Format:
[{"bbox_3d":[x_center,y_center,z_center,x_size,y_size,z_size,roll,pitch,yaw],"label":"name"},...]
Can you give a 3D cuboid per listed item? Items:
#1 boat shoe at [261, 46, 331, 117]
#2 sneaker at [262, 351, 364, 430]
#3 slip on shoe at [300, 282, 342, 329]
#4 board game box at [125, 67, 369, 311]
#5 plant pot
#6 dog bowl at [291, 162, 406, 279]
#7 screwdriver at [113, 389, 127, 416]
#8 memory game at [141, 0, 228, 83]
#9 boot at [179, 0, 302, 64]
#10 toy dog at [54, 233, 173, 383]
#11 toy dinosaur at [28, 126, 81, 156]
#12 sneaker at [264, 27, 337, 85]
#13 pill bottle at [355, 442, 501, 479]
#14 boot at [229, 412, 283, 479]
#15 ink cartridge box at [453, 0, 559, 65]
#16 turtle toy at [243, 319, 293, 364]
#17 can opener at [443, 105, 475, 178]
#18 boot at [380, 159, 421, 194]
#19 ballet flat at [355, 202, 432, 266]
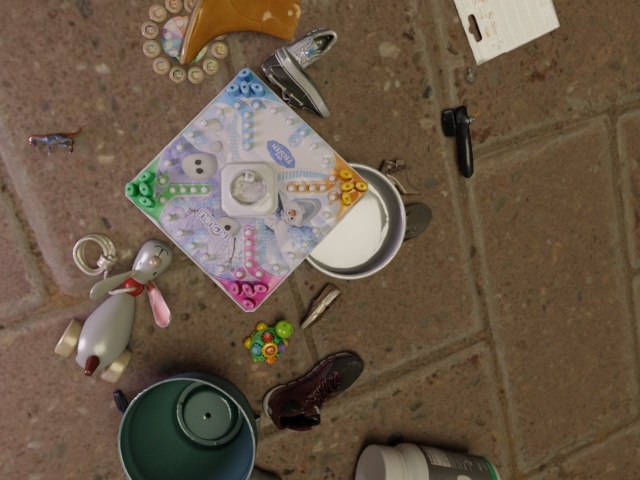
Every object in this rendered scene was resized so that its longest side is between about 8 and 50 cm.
[{"bbox_3d":[-0.051,-0.335,1.246,0.070,0.078,0.219,-31,143,15],"label":"boat shoe"},{"bbox_3d":[0.004,0.389,1.390,0.281,0.162,0.107,-27,108,-10],"label":"sneaker"},{"bbox_3d":[-0.005,0.165,1.408,0.041,0.051,0.135,43,95,19],"label":"slip on shoe"},{"bbox_3d":[-0.157,-0.113,1.221,0.390,0.050,0.390,44,86,0],"label":"board game box"},{"bbox_3d":[-0.271,0.421,1.267,0.292,0.196,0.294,0,95,5],"label":"plant pot"},{"bbox_3d":[0.059,-0.044,1.317,0.264,0.104,0.265,0,90,-8],"label":"dog bowl"},{"bbox_3d":[-0.451,0.426,1.326,0.024,0.025,0.170,-18,105,-13],"label":"screwdriver"},{"bbox_3d":[-0.288,-0.429,1.208,0.186,0.012,0.186,-4,102,-17],"label":"memory game"},{"bbox_3d":[-0.156,-0.465,1.185,0.211,0.104,0.295,23,84,-22],"label":"boot"},{"bbox_3d":[-0.435,0.160,1.202,0.219,0.161,0.334,11,98,-20],"label":"toy dog"},{"bbox_3d":[-0.553,-0.206,1.166,0.082,0.047,0.090,24,60,-12],"label":"toy dinosaur"},{"bbox_3d":[-0.042,-0.414,1.254,0.190,0.083,0.071,-39,112,-5],"label":"sneaker"},{"bbox_3d":[0.288,0.661,1.516,0.360,0.204,0.204,16,96,-20],"label":"pill bottle"},{"bbox_3d":[-0.170,0.535,1.421,0.189,0.076,0.209,6,93,-21],"label":"boot"},{"bbox_3d":[0.460,-0.569,1.411,0.224,0.056,0.181,-24,109,8],"label":"ink cartridge box"},{"bbox_3d":[-0.119,0.245,1.372,0.095,0.066,0.130,40,87,-21],"label":"turtle toy"},{"bbox_3d":[0.366,-0.251,1.440,0.059,0.073,0.186,-41,120,-48],"label":"can opener"},{"bbox_3d":[0.203,-0.158,1.409,0.118,0.042,0.087,2,93,-25],"label":"boot"},{"bbox_3d":[0.177,-0.010,1.427,0.249,0.058,0.084,-38,92,-13],"label":"ballet flat"}]
